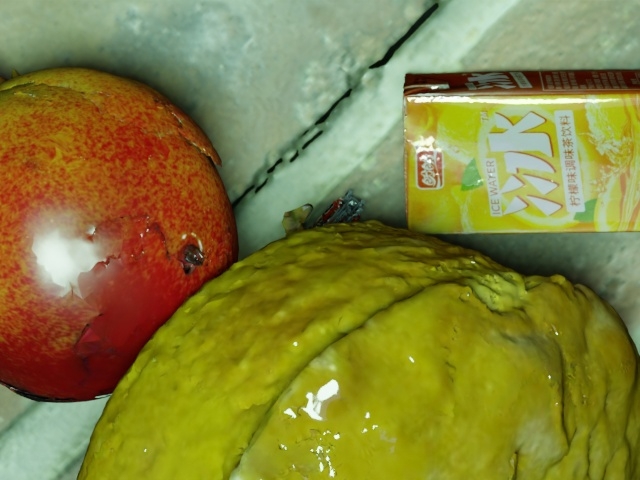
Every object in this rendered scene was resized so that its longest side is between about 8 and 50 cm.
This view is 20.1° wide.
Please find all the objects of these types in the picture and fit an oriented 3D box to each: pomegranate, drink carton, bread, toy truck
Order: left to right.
[{"bbox_3d":[-0.161,-0.011,1.127,0.235,0.210,0.210,44,107,24],"label":"pomegranate"},{"bbox_3d":[0.000,0.000,1.206,0.024,0.032,0.083,41,104,-4],"label":"toy truck"},{"bbox_3d":[0.029,0.186,1.094,0.215,0.398,0.398,31,113,40],"label":"bread"},{"bbox_3d":[0.164,-0.057,1.158,0.223,0.071,0.096,0,108,4],"label":"drink carton"}]
